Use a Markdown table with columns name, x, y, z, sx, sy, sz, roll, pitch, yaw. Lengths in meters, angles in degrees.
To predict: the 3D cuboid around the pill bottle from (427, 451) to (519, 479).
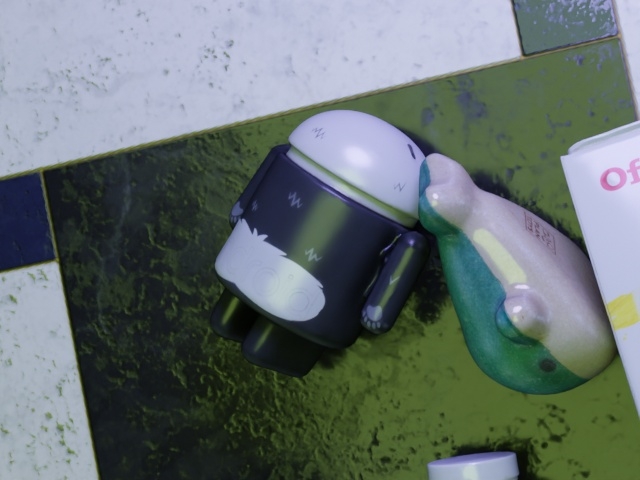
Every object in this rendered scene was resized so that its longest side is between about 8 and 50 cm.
| name | x | y | z | sx | sy | sz | roll | pitch | yaw |
| --- | --- | --- | --- | --- | --- | --- | --- | --- | --- |
| pill bottle | 0.170 | 0.351 | 1.757 | 0.146 | 0.146 | 0.264 | -8 | 87 | 14 |

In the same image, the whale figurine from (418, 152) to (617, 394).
| name | x | y | z | sx | sy | sz | roll | pitch | yaw |
| --- | --- | --- | --- | --- | --- | --- | --- | --- | --- |
| whale figurine | 0.173 | 0.041 | 1.720 | 0.141 | 0.216 | 0.272 | -39 | 111 | 22 |

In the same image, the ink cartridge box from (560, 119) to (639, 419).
| name | x | y | z | sx | sy | sz | roll | pitch | yaw |
| --- | --- | --- | --- | --- | --- | --- | --- | --- | --- |
| ink cartridge box | 0.421 | 0.063 | 1.650 | 0.279 | 0.160 | 0.385 | -18 | 72 | 13 |

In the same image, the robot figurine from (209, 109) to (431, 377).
| name | x | y | z | sx | sy | sz | roll | pitch | yaw |
| --- | --- | --- | --- | --- | --- | --- | --- | --- | --- |
| robot figurine | 0.003 | 0.001 | 1.792 | 0.209 | 0.173 | 0.278 | 30 | 97 | 2 |
